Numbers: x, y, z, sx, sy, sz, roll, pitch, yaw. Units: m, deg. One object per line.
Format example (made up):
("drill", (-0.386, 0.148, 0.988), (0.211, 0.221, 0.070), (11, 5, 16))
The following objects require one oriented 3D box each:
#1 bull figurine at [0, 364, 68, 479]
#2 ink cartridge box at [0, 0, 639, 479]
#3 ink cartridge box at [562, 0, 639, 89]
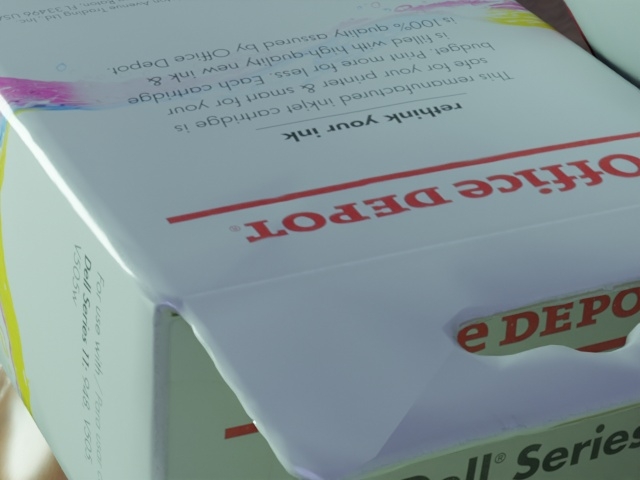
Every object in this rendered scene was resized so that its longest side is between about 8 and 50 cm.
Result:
("bull figurine", (-0.097, 0.101, 0.693), (0.188, 0.101, 0.310), (-37, 38, 7))
("ink cartridge box", (0.000, 0.000, 0.591), (0.207, 0.119, 0.353), (-11, 33, -24))
("ink cartridge box", (0.223, -0.152, 0.579), (0.306, 0.226, 0.131), (-43, 41, -5))
